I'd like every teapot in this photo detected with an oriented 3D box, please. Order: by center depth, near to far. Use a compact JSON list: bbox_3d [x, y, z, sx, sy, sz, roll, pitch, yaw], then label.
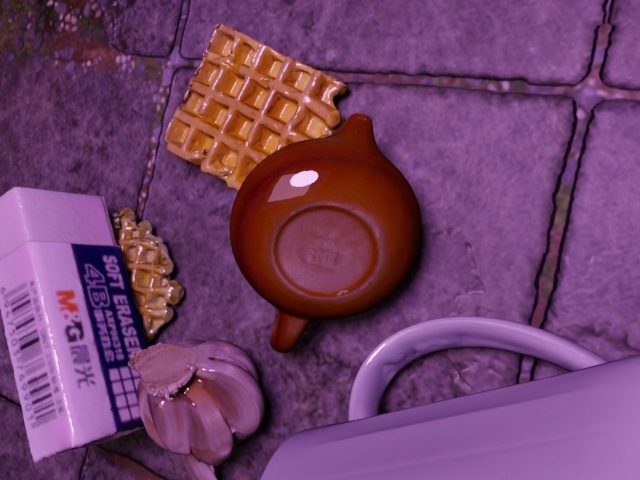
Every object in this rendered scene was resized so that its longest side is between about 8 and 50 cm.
[{"bbox_3d":[0.000,0.000,0.615,0.178,0.135,0.252,19,117,-4],"label":"teapot"}]

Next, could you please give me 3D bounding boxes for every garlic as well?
[{"bbox_3d":[-0.117,0.193,0.665,0.131,0.127,0.194,3,113,46],"label":"garlic"}]

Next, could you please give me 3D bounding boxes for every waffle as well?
[{"bbox_3d":[-0.063,-0.126,0.692,0.211,0.055,0.160,33,99,26],"label":"waffle"},{"bbox_3d":[-0.255,0.059,0.784,0.183,0.036,0.169,-41,69,17],"label":"waffle"}]

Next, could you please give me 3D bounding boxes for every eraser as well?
[{"bbox_3d":[-0.277,0.084,0.701,0.086,0.130,0.287,-26,75,24],"label":"eraser"}]

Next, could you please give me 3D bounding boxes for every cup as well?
[{"bbox_3d":[0.146,0.191,0.468,0.327,0.237,0.323,-21,45,26],"label":"cup"}]
